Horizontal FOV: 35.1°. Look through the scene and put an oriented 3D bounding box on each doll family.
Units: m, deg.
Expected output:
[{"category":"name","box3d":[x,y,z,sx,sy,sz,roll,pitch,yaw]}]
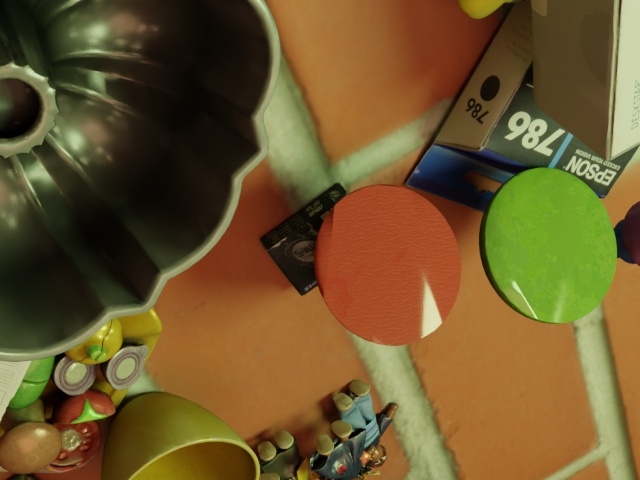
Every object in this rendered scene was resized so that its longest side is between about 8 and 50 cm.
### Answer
[{"category":"doll family","box3d":[0.004,0.220,0.976,0.193,0.076,0.111,-29,126,-9]}]

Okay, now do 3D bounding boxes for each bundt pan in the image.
[{"category":"bundt pan","box3d":[-0.194,-0.096,0.579,0.330,0.124,0.331,-17,125,-25]}]

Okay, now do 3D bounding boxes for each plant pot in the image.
[{"category":"plant pot","box3d":[-0.132,0.185,0.862,0.134,0.095,0.134,-18,134,-20]}]

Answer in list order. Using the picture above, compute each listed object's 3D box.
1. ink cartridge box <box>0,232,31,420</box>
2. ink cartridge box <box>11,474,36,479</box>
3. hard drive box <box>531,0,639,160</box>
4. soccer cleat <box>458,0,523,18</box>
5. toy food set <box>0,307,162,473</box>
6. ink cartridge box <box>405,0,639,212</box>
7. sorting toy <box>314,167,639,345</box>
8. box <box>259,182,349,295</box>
[{"category":"ink cartridge box","box3d":[-0.275,0.060,0.722,0.145,0.045,0.179,21,115,-22]},{"category":"ink cartridge box","box3d":[-0.260,0.352,0.918,0.188,0.097,0.255,-34,130,1]},{"category":"hard drive box","box3d":[0.265,-0.190,0.699,0.232,0.089,0.181,-28,138,-14]},{"category":"soccer cleat","box3d":[0.162,-0.293,0.696,0.121,0.093,0.289,28,113,-10]},{"category":"toy food set","box3d":[-0.206,0.131,0.805,0.128,0.071,0.218,19,113,-35]},{"category":"ink cartridge box","box3d":[0.222,-0.148,0.831,0.165,0.065,0.333,14,116,-34]},{"category":"sorting toy","box3d":[0.142,0.015,0.854,0.365,0.126,0.127,-6,83,-24]},{"category":"box","box3d":[0.000,0.000,0.851,0.083,0.018,0.067,-35,132,0]}]
